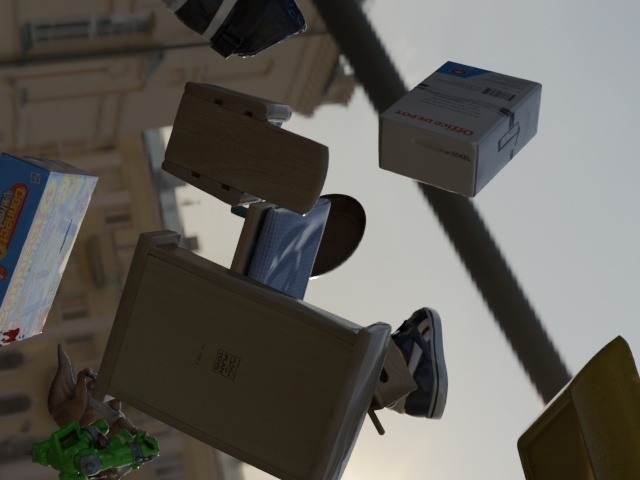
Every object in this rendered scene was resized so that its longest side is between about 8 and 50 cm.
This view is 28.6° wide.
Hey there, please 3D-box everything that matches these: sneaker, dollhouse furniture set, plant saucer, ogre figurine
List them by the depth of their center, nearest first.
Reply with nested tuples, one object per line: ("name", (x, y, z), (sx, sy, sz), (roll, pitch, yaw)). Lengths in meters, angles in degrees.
("dollhouse furniture set", (0.001, 0.037, 1.043), (0.303, 0.198, 0.286), (-11, 122, -68))
("sneaker", (-0.041, -0.262, 1.195), (0.121, 0.217, 0.079), (44, -13, -16))
("plant saucer", (0.363, 0.342, 1.695), (0.333, 0.081, 0.333), (110, -29, -60))
("ogre figurine", (-0.343, 0.304, 1.829), (0.197, 0.118, 0.097), (25, -66, 33))
("plant saucer", (0.000, 0.000, 2.301), (0.036, 0.198, 0.198), (56, 3, -40))
("sneaker", (0.162, 0.215, 2.350), (0.321, 0.127, 0.126), (-89, -172, -67))

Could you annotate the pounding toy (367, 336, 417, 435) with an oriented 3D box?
("pounding toy", (0.075, 0.220, 1.938), (0.141, 0.100, 0.130), (62, -24, 1))

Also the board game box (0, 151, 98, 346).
("board game box", (-0.496, 0.016, 2.085), (0.302, 0.086, 0.308), (-25, 136, -86))

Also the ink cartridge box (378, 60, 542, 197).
("ink cartridge box", (0.187, -0.154, 1.685), (0.148, 0.203, 0.086), (20, -51, 27))

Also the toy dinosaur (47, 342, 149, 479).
("toy dinosaur", (-0.457, 0.353, 2.443), (0.296, 0.200, 0.127), (50, 14, -8))
